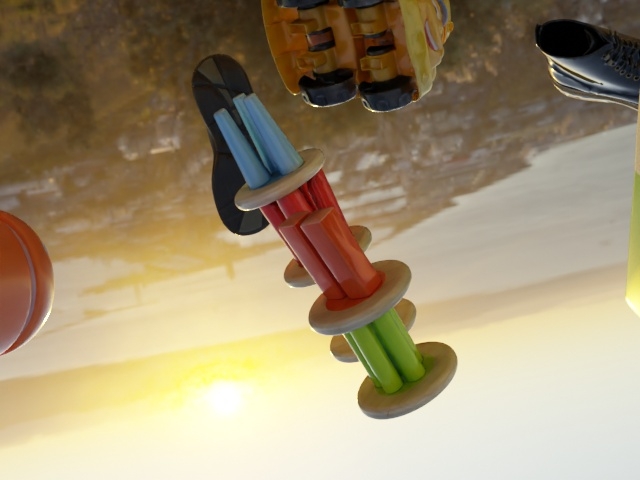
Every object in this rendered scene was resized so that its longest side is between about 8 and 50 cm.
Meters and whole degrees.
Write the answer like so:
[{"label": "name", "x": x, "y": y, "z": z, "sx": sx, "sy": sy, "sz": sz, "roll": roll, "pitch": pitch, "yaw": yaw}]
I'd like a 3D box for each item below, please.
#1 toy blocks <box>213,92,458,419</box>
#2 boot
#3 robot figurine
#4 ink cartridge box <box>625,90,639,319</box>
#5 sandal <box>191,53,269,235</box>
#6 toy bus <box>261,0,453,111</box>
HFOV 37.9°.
[{"label": "toy blocks", "x": 0.000, "y": 0.000, "z": 0.451, "sx": 0.054, "sy": 0.148, "sz": 0.123, "roll": -32, "pitch": -162, "yaw": -2}, {"label": "boot", "x": 0.308, "y": -0.168, "z": 0.895, "sx": 0.198, "sy": 0.076, "sz": 0.137, "roll": 5, "pitch": 176, "yaw": 25}, {"label": "robot figurine", "x": -0.291, "y": 0.035, "z": 0.708, "sx": 0.128, "sy": 0.158, "sz": 0.219, "roll": -47, "pitch": 167, "yaw": 17}, {"label": "ink cartridge box", "x": 0.173, "y": -0.057, "z": 0.226, "sx": 0.115, "sy": 0.272, "sz": 0.198, "roll": -9, "pitch": -152, "yaw": -4}, {"label": "sandal", "x": -0.101, "y": -0.115, "z": 1.122, "sx": 0.090, "sy": 0.219, "sz": 0.060, "roll": -17, "pitch": -167, "yaw": 3}, {"label": "toy bus", "x": 0.076, "y": -0.254, "z": 1.070, "sx": 0.211, "sy": 0.149, "sz": 0.220, "roll": -33, "pitch": -149, "yaw": -33}]
